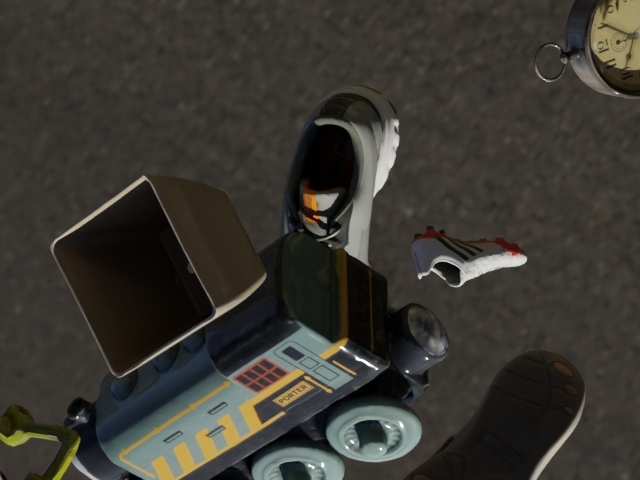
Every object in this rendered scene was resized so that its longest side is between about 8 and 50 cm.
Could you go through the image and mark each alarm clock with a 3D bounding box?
[{"bbox_3d":[0.300,-0.208,2.033,0.064,0.192,0.129,19,125,62],"label":"alarm clock"}]

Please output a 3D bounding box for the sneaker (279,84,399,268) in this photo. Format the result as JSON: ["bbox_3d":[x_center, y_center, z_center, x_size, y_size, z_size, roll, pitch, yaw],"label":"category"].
[{"bbox_3d":[0.000,0.000,1.721,0.100,0.108,0.271,10,100,16],"label":"sneaker"}]

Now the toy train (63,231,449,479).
[{"bbox_3d":[-0.058,0.125,1.599,0.190,0.142,0.334,34,129,-31],"label":"toy train"}]

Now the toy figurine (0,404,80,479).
[{"bbox_3d":[-0.256,0.194,1.164,0.362,0.191,0.217,8,155,29],"label":"toy figurine"}]

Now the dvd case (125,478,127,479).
[{"bbox_3d":[-0.256,0.356,2.146,0.018,0.221,0.164,42,179,32],"label":"dvd case"}]

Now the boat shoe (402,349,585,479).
[{"bbox_3d":[0.161,0.261,2.065,0.123,0.324,0.116,42,167,11],"label":"boat shoe"}]

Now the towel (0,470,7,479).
[{"bbox_3d":[-0.238,0.134,0.778,0.329,0.237,0.037,72,179,-57],"label":"towel"}]

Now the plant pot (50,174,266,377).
[{"bbox_3d":[-0.103,0.018,1.384,0.109,0.096,0.109,-33,80,34],"label":"plant pot"}]

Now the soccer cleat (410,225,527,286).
[{"bbox_3d":[0.095,0.014,1.254,0.083,0.035,0.029,10,154,-27],"label":"soccer cleat"}]
